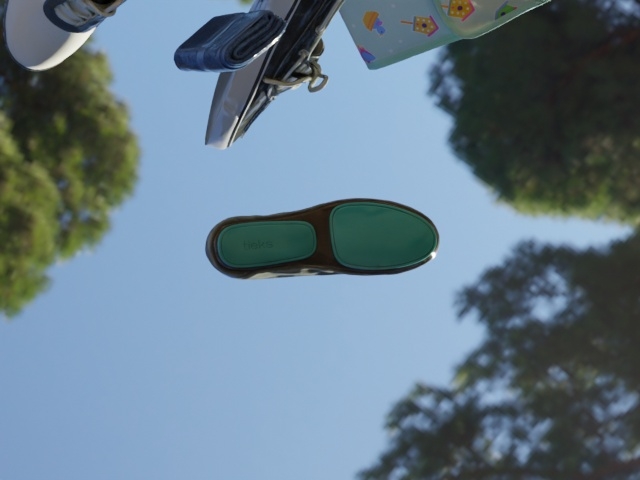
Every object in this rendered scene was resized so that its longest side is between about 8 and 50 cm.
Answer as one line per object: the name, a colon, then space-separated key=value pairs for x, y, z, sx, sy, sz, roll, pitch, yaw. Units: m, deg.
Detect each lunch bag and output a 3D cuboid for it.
lunch bag: x=0.138 y=-0.356 z=1.769 sx=0.160 sy=0.262 sz=0.223 roll=-50 pitch=-60 yaw=-48

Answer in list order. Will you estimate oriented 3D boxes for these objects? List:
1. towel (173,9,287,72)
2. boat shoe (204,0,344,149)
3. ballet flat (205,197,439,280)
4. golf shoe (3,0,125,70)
towel: x=-0.078 y=-0.165 z=1.220 sx=0.067 sy=0.119 sz=0.029 roll=-42 pitch=-67 yaw=-17
boat shoe: x=-0.040 y=-0.213 z=1.620 sx=0.105 sy=0.306 sz=0.113 roll=19 pitch=-145 yaw=-15
ballet flat: x=0.000 y=0.000 z=1.321 sx=0.213 sy=0.068 sz=0.072 roll=-3 pitch=-95 yaw=-8
golf shoe: x=-0.257 y=-0.272 z=1.531 sx=0.105 sy=0.273 sz=0.120 roll=29 pitch=-149 yaw=-25
